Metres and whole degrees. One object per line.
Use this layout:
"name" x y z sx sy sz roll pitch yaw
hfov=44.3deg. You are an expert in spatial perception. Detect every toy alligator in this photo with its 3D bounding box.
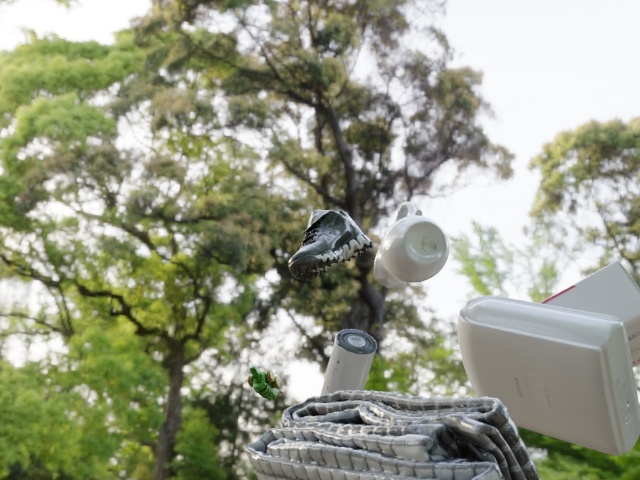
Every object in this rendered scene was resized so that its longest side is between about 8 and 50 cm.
"toy alligator" -0.118 0.340 1.786 0.056 0.051 0.189 -16 -35 10

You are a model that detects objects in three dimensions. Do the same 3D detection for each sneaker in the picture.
"sneaker" 0.000 0.000 1.367 0.078 0.106 0.234 -36 -8 32

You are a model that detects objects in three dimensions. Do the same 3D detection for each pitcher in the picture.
"pitcher" 0.173 -0.003 1.518 0.126 0.177 0.207 8 -11 -9

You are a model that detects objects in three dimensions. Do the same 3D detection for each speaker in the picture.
"speaker" 0.030 0.185 1.017 0.055 0.055 0.136 10 -64 -8

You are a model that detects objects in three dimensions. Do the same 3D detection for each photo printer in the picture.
"photo printer" 0.387 0.227 1.381 0.308 0.107 0.255 9 -51 44

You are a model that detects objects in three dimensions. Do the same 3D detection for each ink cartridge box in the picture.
"ink cartridge box" 0.546 0.181 1.553 0.207 0.117 0.283 -32 -34 12

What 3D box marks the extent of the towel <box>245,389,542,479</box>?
"towel" 0.091 0.249 0.684 0.121 0.234 0.284 -34 13 -38
